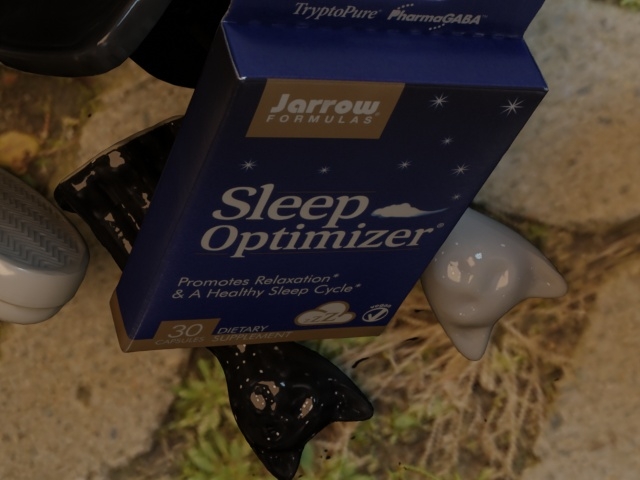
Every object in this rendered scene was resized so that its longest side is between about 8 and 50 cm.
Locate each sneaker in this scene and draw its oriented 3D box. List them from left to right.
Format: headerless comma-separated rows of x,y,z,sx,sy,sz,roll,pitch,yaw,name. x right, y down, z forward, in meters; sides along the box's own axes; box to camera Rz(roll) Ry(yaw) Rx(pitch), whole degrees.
-0.266,0.021,0.768,0.292,0.108,0.169,27,105,28,sneaker

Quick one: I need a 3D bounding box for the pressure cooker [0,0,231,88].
-0.051,-0.293,0.526,0.370,0.420,0.375,-32,45,16,pressure cooker

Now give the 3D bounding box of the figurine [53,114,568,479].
0.000,0.000,0.711,0.215,0.092,0.209,-33,93,16,figurine

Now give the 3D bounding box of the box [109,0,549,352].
0.002,-0.027,0.555,0.225,0.136,0.036,118,142,-46,box
